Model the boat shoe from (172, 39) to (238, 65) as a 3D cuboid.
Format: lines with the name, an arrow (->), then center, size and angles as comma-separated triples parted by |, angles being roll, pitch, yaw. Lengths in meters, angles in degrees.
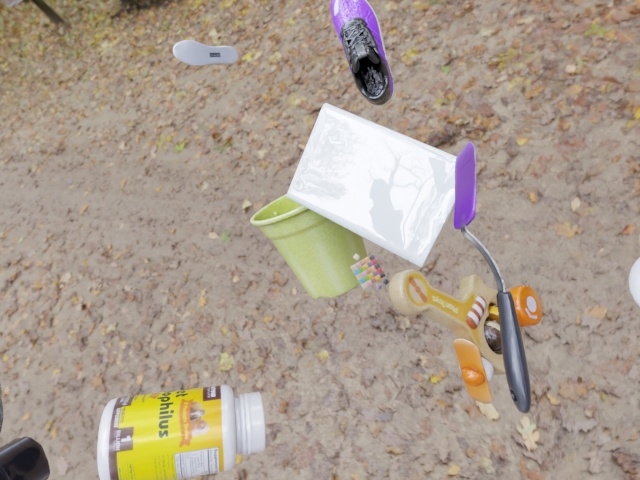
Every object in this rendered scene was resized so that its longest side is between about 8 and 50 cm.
boat shoe -> -0.248, -0.397, 0.916 | 0.040, 0.142, 0.049 | 20, 115, 52

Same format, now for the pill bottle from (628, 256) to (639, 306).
pill bottle -> 0.547, 0.061, 0.610 | 0.184, 0.103, 0.103 | 2, 50, -22

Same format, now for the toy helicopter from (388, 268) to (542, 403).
toy helicopter -> 0.269, 0.165, 0.822 | 0.140, 0.355, 0.235 | -27, 43, 53

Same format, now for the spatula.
spatula -> 0.186, 0.036, 0.468 | 0.030, 0.084, 0.296 | -13, 80, 1

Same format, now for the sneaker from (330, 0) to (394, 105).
sneaker -> 0.104, -0.469, 1.038 | 0.102, 0.293, 0.146 | -21, 14, 21

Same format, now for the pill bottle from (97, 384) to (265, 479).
pill bottle -> -0.191, 0.274, 0.613 | 0.215, 0.117, 0.117 | -2, 52, -15

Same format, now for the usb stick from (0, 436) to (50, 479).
usb stick -> -0.426, 0.315, 0.491 | 0.045, 0.278, 0.077 | -30, 87, 3

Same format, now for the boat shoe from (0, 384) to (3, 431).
boat shoe -> -0.298, 0.014, 0.284 | 0.105, 0.113, 0.306 | -6, 97, 21

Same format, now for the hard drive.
hard drive -> 0.101, -0.110, 0.812 | 0.308, 0.040, 0.203 | 29, 105, 20

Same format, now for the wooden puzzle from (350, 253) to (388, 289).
wooden puzzle -> 0.090, 0.059, 0.811 | 0.049, 0.006, 0.083 | -30, 90, -1

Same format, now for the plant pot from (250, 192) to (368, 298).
plant pot -> 0.000, 0.000, 1.090 | 0.276, 0.253, 0.276 | -23, 16, 7
